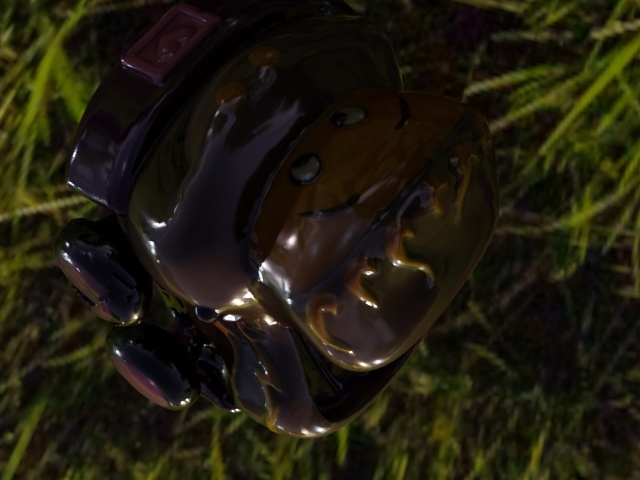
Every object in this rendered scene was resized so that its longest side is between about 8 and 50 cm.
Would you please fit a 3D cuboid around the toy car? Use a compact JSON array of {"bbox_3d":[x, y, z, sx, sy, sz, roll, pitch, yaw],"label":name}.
[{"bbox_3d":[0.000,0.000,0.976,0.240,0.271,0.340,28,156,33],"label":"toy car"}]
